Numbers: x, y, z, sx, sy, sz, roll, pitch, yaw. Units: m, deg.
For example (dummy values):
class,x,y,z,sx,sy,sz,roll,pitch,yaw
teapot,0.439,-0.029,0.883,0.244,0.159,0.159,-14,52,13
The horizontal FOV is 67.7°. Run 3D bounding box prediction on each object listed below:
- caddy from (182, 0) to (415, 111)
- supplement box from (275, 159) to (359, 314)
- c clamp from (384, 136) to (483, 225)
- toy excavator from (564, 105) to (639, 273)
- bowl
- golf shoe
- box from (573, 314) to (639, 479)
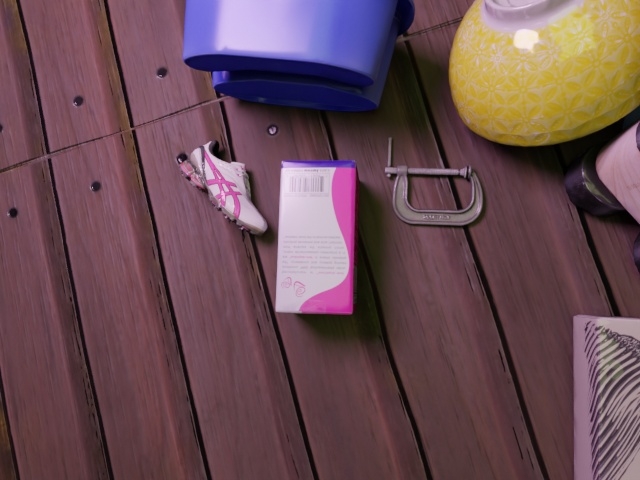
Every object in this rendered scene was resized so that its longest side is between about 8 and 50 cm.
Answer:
class,x,y,z,sx,sy,sz,roll,pitch,yaw
caddy,-0.038,-0.313,0.702,0.341,0.241,0.179,8,89,9
supplement box,0.000,0.000,0.724,0.111,0.114,0.220,1,83,8
c clamp,0.177,-0.091,0.754,0.161,0.022,0.137,8,85,10
toy excavator,0.643,-0.092,0.608,0.445,0.222,0.433,-37,81,-6
bowl,0.293,-0.287,0.627,0.289,0.156,0.289,-18,53,26
golf shoe,-0.146,-0.087,0.777,0.086,0.067,0.186,-45,79,0
box,0.413,0.241,0.646,0.113,0.094,0.275,1,83,8
